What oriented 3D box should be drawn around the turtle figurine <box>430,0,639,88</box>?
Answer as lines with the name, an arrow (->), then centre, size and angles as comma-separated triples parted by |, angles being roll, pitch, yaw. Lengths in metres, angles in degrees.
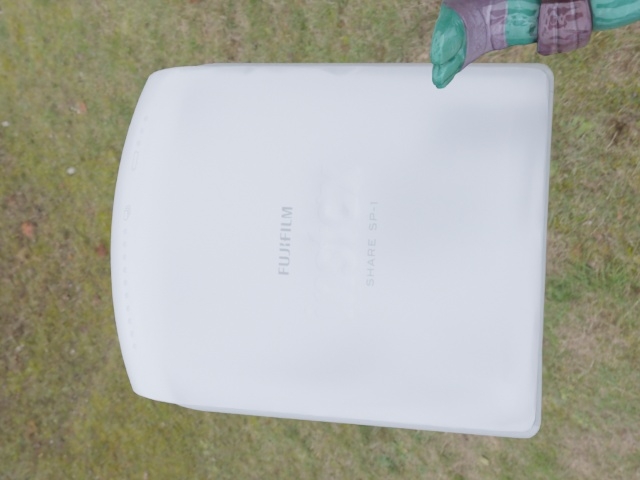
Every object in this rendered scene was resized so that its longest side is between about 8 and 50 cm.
turtle figurine -> 0.165, -0.107, 0.260 | 0.234, 0.118, 0.175 | 9, 116, 15

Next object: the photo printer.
photo printer -> 0.000, 0.000, 0.482 | 0.307, 0.107, 0.256 | 3, 89, 9
